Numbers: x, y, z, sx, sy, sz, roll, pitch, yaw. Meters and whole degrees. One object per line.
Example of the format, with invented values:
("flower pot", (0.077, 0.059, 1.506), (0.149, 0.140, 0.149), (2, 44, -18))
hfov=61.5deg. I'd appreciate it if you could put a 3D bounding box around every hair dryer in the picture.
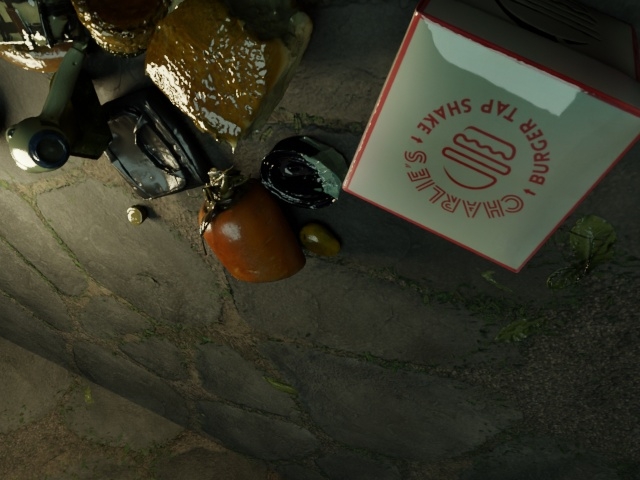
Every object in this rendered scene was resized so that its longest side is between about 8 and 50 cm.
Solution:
("hair dryer", (-0.605, -0.274, 1.171), (0.295, 0.299, 0.119), (-7, 157, 42))

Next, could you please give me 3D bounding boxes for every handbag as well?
("handbag", (-0.417, -0.223, 1.313), (0.244, 0.088, 0.275), (-10, 125, 29))
("handbag", (-0.622, -0.528, 1.013), (0.325, 0.162, 0.327), (5, 115, 22))

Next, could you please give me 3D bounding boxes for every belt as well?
("belt", (-0.032, -0.150, 1.187), (0.198, 0.078, 0.151), (16, 133, 16))

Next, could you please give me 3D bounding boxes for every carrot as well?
("carrot", (-0.188, -0.038, 1.286), (0.214, 0.193, 0.331), (-26, 123, -5))

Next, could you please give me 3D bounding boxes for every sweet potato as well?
("sweet potato", (-0.693, -0.451, 1.211), (0.385, 0.109, 0.109), (17, 137, 12))

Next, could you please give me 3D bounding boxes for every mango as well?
("mango", (0.000, 0.000, 1.338), (0.114, 0.057, 0.079), (29, 134, -14))

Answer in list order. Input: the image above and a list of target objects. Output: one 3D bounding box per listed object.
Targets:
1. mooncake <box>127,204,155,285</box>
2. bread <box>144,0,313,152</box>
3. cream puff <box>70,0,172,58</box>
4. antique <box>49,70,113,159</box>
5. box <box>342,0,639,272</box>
("mooncake", (-0.549, 0.032, 1.647), (0.150, 0.057, 0.347), (42, 140, 3))
("bread", (-0.165, -0.348, 0.953), (0.279, 0.225, 0.250), (39, 132, 3))
("cream puff", (-0.384, -0.438, 1.045), (0.183, 0.183, 0.169), (36, 163, -9))
("antique", (-0.556, -0.296, 1.226), (0.081, 0.080, 0.221), (-39, 66, 27))
("box", (0.257, -0.200, 0.823), (0.314, 0.300, 0.312), (26, 138, 3))
